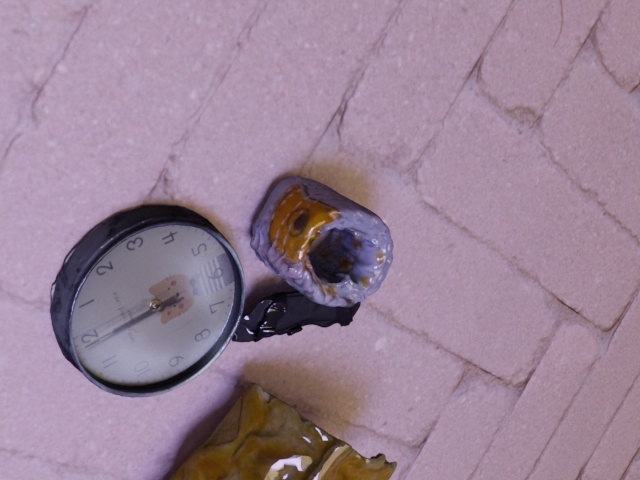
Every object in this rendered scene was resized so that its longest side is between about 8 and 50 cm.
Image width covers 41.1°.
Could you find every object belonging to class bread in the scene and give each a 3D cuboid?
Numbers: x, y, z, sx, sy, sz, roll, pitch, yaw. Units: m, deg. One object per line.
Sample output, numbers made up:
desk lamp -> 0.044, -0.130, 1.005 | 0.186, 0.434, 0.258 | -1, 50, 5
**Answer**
bread -> -0.068, 0.324, 1.079 | 0.252, 0.238, 0.196 | -57, 169, -7

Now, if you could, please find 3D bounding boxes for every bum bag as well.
bum bag -> -0.021, 0.095, 1.094 | 0.197, 0.049, 0.087 | -7, 137, -35

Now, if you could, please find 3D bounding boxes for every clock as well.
clock -> -0.189, 0.071, 0.970 | 0.226, 0.049, 0.226 | -16, 119, -32

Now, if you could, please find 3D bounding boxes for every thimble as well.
thimble -> 0.001, 0.002, 1.033 | 0.151, 0.118, 0.127 | 29, 92, -42
